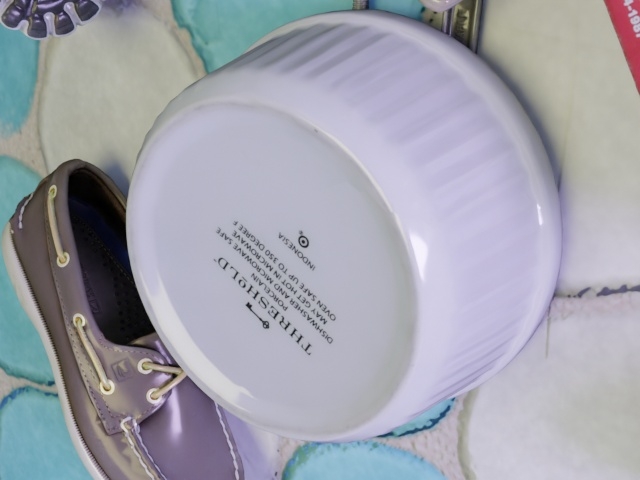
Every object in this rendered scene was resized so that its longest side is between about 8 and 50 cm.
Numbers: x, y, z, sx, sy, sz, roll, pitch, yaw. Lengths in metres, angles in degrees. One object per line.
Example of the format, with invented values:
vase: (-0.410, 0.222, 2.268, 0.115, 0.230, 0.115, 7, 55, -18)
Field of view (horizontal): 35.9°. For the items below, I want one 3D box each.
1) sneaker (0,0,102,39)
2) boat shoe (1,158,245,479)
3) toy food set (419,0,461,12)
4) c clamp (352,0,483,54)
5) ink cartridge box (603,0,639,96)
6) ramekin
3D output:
sneaker: (-0.279, -0.295, 0.704, 0.330, 0.130, 0.147, 60, 170, -25)
boat shoe: (-0.145, 0.088, 0.778, 0.097, 0.116, 0.324, -42, 71, 41)
toy food set: (0.037, -0.292, 0.466, 0.220, 0.092, 0.306, 52, 153, 21)
c clamp: (0.038, -0.124, 0.628, 0.137, 0.022, 0.161, 25, 118, 30)
ink cartridge box: (0.272, -0.106, 0.392, 0.273, 0.114, 0.197, -21, 89, 39)
ramekin: (0.000, 0.000, 0.611, 0.273, 0.127, 0.273, 14, 116, 30)
